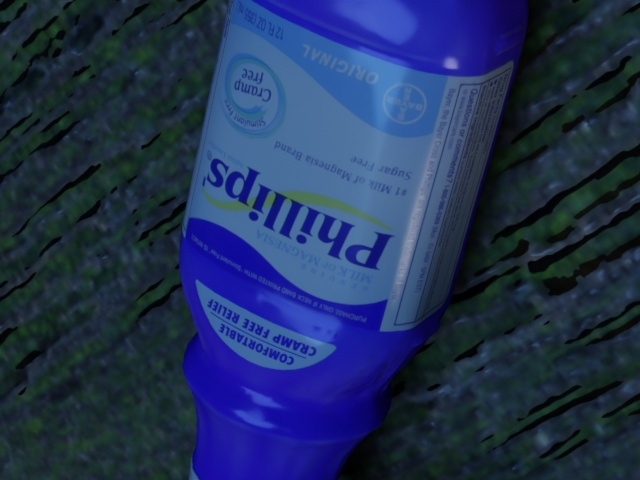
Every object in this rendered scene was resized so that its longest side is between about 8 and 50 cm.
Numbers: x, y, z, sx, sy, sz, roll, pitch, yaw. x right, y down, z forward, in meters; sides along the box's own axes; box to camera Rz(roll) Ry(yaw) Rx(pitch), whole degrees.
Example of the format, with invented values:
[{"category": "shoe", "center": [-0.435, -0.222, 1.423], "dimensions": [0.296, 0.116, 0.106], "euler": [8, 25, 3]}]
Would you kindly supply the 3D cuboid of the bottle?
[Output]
[{"category": "bottle", "center": [0.000, 0.000, 0.787], "dimensions": [0.118, 0.092, 0.282], "euler": [26, 120, 20]}]
